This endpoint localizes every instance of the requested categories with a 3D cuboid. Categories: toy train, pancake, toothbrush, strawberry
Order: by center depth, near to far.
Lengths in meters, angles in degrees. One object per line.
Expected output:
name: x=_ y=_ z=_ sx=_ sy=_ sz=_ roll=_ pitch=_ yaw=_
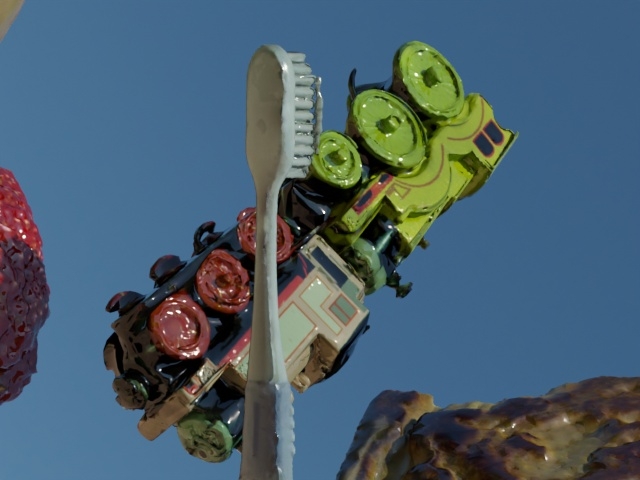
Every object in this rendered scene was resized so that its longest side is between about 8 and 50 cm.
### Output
toothbrush: x=-0.013 y=0.059 z=0.444 sx=0.016 sy=0.019 sz=0.219 roll=4 pitch=-86 yaw=35
pancake: x=0.075 y=0.128 z=0.687 sx=0.212 sy=0.257 sz=0.056 roll=26 pitch=-54 yaw=40
toy train: x=0.000 y=0.000 z=0.692 sx=0.085 sy=0.249 sz=0.053 roll=48 pitch=-45 yaw=-4
strawberry: x=-0.183 y=0.028 z=0.830 sx=0.131 sy=0.148 sz=0.131 roll=17 pitch=-58 yaw=29

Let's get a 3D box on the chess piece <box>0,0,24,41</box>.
chess piece: x=-0.138 y=-0.095 z=0.455 sx=0.137 sy=0.137 sz=0.301 roll=53 pitch=-36 yaw=10
